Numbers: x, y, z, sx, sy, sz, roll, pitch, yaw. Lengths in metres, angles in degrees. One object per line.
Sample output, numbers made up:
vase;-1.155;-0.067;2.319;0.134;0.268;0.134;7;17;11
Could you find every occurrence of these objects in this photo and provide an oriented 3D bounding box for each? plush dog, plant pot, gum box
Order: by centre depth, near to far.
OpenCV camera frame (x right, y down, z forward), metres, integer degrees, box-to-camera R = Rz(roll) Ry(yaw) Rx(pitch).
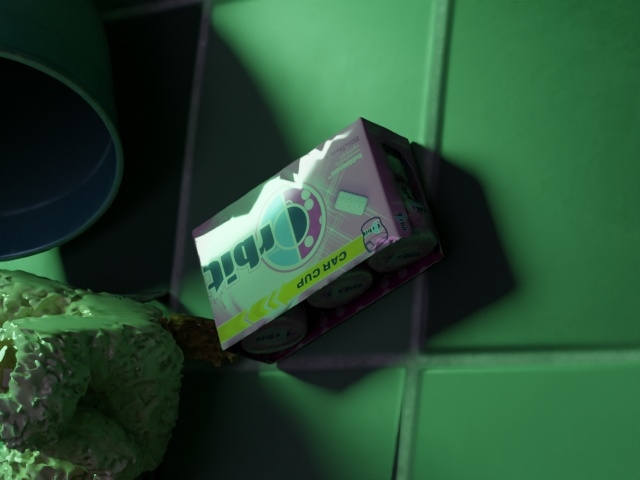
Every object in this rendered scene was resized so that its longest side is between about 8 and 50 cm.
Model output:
gum box;0.000;0.000;1.448;0.188;0.062;0.107;-33;58;28
plush dog;-0.184;0.161;1.505;0.262;0.210;0.225;-143;62;-68
plant pot;-0.302;-0.161;1.636;0.271;0.271;0.255;-31;44;29
